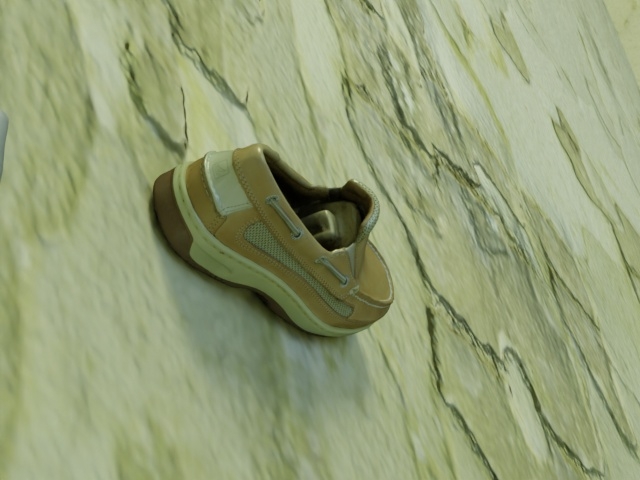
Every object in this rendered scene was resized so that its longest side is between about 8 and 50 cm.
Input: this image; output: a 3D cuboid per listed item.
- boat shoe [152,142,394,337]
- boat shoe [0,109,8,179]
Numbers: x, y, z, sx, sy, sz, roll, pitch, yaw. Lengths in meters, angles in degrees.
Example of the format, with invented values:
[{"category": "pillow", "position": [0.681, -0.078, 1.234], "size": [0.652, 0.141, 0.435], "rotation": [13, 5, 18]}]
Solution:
[{"category": "boat shoe", "position": [0.000, 0.000, 0.698], "size": [0.190, 0.072, 0.068], "rotation": [24, 41, -59]}, {"category": "boat shoe", "position": [-0.147, 0.016, 0.295], "size": [0.301, 0.108, 0.102], "rotation": [-52, 145, -82]}]
